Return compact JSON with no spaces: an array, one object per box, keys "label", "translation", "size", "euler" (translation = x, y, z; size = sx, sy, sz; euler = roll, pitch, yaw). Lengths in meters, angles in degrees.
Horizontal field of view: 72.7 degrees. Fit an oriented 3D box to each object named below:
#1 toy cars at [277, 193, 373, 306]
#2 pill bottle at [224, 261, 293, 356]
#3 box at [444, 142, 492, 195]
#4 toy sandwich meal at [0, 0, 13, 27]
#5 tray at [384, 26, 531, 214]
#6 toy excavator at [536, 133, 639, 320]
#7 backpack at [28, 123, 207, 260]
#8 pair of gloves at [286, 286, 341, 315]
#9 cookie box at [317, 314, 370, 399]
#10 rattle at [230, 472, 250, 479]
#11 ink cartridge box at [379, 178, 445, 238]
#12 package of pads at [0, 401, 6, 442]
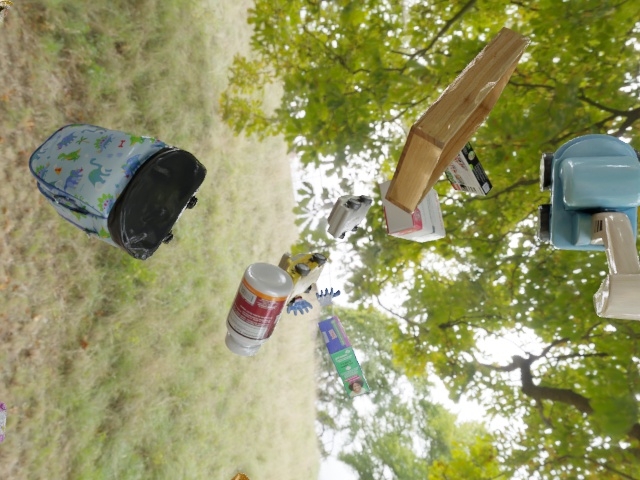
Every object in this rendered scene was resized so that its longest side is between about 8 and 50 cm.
[{"label":"toy cars","translation":[0.000,0.000,1.052],"size":[0.087,0.393,0.176],"euler":[32,-26,13]},{"label":"pill bottle","translation":[-0.110,0.120,0.743],"size":[0.152,0.086,0.086],"euler":[-65,-147,24]},{"label":"box","translation":[0.363,-0.208,1.150],"size":[0.207,0.036,0.114],"euler":[48,-12,-31]},{"label":"toy sandwich meal","translation":[-0.664,-0.466,0.897],"size":[0.085,0.029,0.085],"euler":[-50,-158,28]},{"label":"tray","translation":[0.287,-0.257,0.910],"size":[0.076,0.411,0.203],"euler":[33,-30,14]},{"label":"toy excavator","translation":[0.637,-0.054,0.996],"size":[0.445,0.222,0.433],"euler":[12,81,-68]},{"label":"backpack","translation":[-0.516,-0.142,1.065],"size":[0.355,0.290,0.273],"euler":[12,-27,37]},{"label":"pair of gloves","translation":[-0.024,0.212,1.500],"size":[0.159,0.198,0.023],"euler":[83,-8,-63]},{"label":"cookie box","translation":[0.039,0.197,0.742],"size":[0.092,0.040,0.107],"euler":[-119,-175,-63]},{"label":"rattle","translation":[-0.121,0.449,0.679],"size":[0.199,0.130,0.143],"euler":[88,19,-58]},{"label":"ink cartridge box","translation":[0.302,-0.096,1.413],"size":[0.100,0.237,0.172],"euler":[-17,-107,35]},{"label":"package of pads","translation":[-0.234,0.108,0.253],"size":[0.050,0.083,0.032],"euler":[-12,106,-69]}]
